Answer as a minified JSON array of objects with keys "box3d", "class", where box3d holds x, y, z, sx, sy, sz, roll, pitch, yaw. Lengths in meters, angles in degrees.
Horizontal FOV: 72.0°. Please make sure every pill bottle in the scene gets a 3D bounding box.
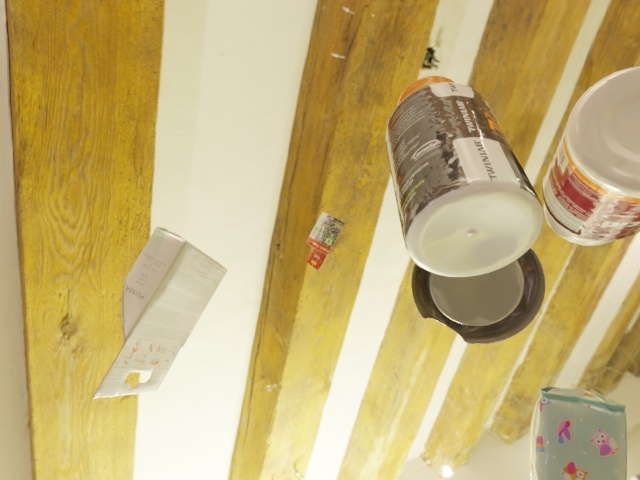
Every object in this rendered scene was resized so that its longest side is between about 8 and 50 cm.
[{"box3d":[0.562,-0.126,0.848,0.224,0.224,0.392,-50,-24,0],"class":"pill bottle"},{"box3d":[0.143,-0.090,0.496,0.131,0.245,0.130,0,-43,0],"class":"pill bottle"}]

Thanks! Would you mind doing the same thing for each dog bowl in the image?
[{"box3d":[0.435,0.113,1.247,0.102,0.349,0.348,-44,-24,-71],"class":"dog bowl"}]

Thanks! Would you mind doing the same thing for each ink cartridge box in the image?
[{"box3d":[0.000,0.000,0.932,0.029,0.063,0.115,29,-89,-31],"class":"ink cartridge box"},{"box3d":[-0.236,0.109,0.642,0.224,0.056,0.181,-60,-13,-12],"class":"ink cartridge box"}]

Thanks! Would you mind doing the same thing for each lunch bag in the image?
[{"box3d":[0.488,0.400,0.847,0.262,0.160,0.223,32,-116,-62],"class":"lunch bag"}]
